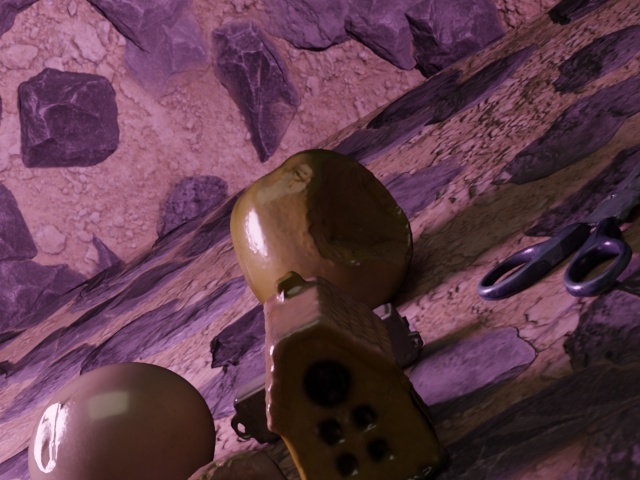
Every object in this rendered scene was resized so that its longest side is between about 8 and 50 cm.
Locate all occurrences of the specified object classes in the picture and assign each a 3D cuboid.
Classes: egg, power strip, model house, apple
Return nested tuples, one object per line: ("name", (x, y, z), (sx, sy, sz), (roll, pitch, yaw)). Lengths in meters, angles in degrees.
("egg", (-0.251, 0.265, 1.713), (0.269, 0.219, 0.219), (-40, 6, 43))
("power strip", (0.005, 0.173, 1.749), (0.272, 0.078, 0.052), (-31, 13, 11))
("model house", (0.006, 0.158, 1.487), (0.174, 0.234, 0.193), (-31, 13, 5))
("apple", (0.000, 0.000, 2.012), (0.279, 0.279, 0.279), (-31, 15, 9))

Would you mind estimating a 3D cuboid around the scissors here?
("scissors", (0.382, -0.045, 1.757), (0.383, 0.029, 0.256), (-43, 17, -27))

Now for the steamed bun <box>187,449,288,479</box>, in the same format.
("steamed bun", (-0.092, 0.315, 1.379), (0.140, 0.172, 0.155), (-28, -8, -28))
